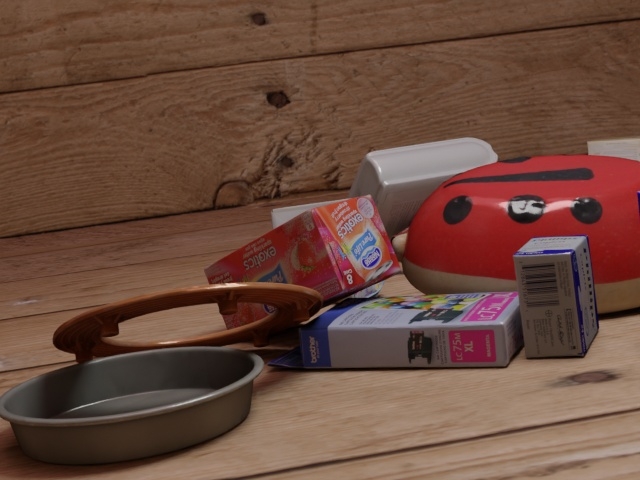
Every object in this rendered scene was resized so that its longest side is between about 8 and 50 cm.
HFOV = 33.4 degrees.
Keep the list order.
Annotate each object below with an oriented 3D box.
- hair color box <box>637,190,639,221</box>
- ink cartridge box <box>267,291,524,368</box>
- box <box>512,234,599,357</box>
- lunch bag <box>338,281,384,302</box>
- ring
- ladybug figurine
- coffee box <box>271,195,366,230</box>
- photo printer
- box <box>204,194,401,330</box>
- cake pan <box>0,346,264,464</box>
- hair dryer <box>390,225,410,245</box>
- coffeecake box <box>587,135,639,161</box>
[{"bbox_3d":[0.548,0.013,1.219,0.338,0.185,0.110,-9,8,-7],"label":"hair color box"},{"bbox_3d":[0.104,0.114,1.365,0.311,0.065,0.186,-6,7,23],"label":"ink cartridge box"},{"bbox_3d":[0.288,0.064,1.295,0.072,0.126,0.137,-5,8,22],"label":"box"},{"bbox_3d":[0.059,0.072,1.749,0.071,0.053,0.083,-3,18,46],"label":"lunch bag"},{"bbox_3d":[-0.160,0.112,1.326,0.336,0.032,0.336,-9,-16,-2],"label":"ring"},{"bbox_3d":[0.324,-0.019,1.513,0.449,0.162,0.305,-5,28,3],"label":"ladybug figurine"},{"bbox_3d":[0.000,0.000,1.914,0.168,0.119,0.297,-8,-3,-3],"label":"coffee box"},{"bbox_3d":[0.208,-0.091,2.190,0.307,0.107,0.256,-11,-35,-25],"label":"photo printer"},{"bbox_3d":[-0.030,0.042,1.513,0.128,0.123,0.257,-15,-9,-46],"label":"box"},{"bbox_3d":[-0.204,0.178,1.176,0.293,0.054,0.293,-7,8,1],"label":"cake pan"},{"bbox_3d":[0.282,-0.013,2.083,0.293,0.080,0.223,-6,8,10],"label":"hair dryer"},{"bbox_3d":[0.608,-0.110,2.098,0.068,0.185,0.142,-13,10,-37],"label":"coffeecake box"}]
